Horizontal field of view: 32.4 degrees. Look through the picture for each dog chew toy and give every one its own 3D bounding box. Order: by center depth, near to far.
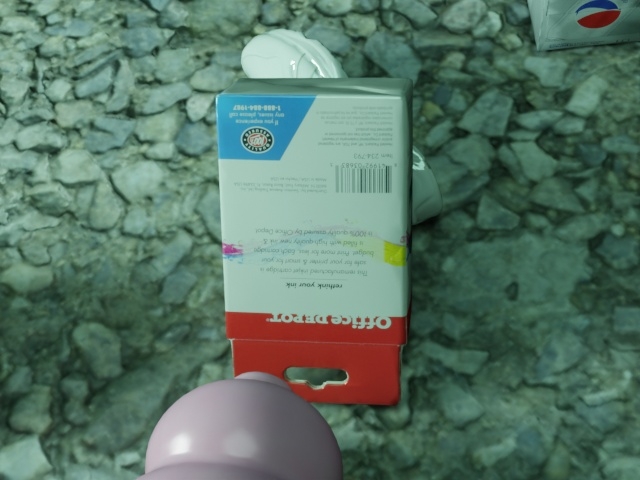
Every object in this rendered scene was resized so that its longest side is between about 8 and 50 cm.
[{"bbox_3d":[-0.067,0.228,0.659,0.206,0.207,0.332,4,52,9],"label":"dog chew toy"}]

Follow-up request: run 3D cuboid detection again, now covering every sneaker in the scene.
[{"bbox_3d":[-0.010,-0.082,0.900,0.115,0.090,0.232,-36,61,-11],"label":"sneaker"}]

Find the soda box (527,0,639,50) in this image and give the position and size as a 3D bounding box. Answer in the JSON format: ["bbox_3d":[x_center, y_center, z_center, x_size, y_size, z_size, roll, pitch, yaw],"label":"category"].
[{"bbox_3d":[0.226,-0.312,1.007,0.098,0.091,0.286,-6,59,2],"label":"soda box"}]

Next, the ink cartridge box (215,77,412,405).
[{"bbox_3d":[0.000,0.000,0.810,0.134,0.231,0.078,2,18,8],"label":"ink cartridge box"}]
